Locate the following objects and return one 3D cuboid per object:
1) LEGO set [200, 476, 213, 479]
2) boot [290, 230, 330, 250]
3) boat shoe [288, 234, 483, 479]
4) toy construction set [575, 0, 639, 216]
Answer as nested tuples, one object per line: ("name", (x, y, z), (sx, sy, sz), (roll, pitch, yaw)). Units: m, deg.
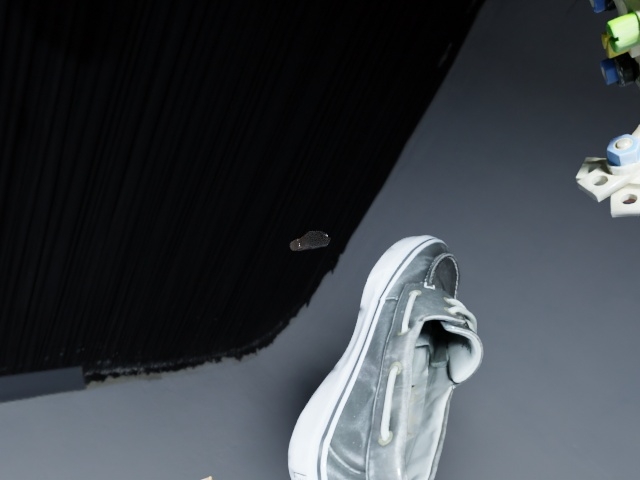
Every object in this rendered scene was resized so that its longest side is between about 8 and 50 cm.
("LEGO set", (-0.008, 0.271, 0.265), (0.107, 0.286, 0.132), (-8, -7, 23))
("boot", (0.000, 0.000, 1.117), (0.107, 0.037, 0.114), (-13, -7, 33))
("boat shoe", (0.098, 0.107, 0.457), (0.121, 0.119, 0.335), (60, 40, -24))
("toy construction set", (0.338, -0.185, 0.474), (0.151, 0.327, 0.214), (-9, 48, 15))
